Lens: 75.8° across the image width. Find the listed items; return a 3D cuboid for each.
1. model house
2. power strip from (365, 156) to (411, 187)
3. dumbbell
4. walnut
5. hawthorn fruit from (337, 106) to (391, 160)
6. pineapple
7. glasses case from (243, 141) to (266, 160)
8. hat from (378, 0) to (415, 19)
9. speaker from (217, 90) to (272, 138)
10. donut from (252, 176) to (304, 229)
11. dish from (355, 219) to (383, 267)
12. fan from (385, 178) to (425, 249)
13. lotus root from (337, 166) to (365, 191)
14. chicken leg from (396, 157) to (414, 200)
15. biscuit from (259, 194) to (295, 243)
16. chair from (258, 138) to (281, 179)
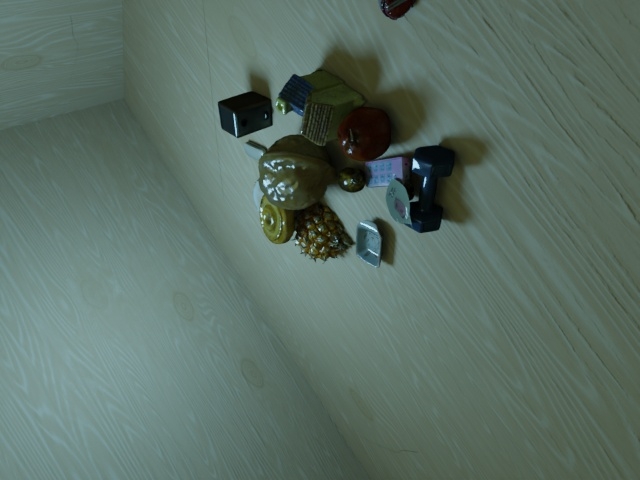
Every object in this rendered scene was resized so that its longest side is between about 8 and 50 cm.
[{"bbox_3d":[-0.024,-0.533,1.713,0.321,0.266,0.261,42,140,26],"label":"model house"},{"bbox_3d":[0.266,-0.274,1.667,0.279,0.037,0.109,9,105,63],"label":"power strip"},{"bbox_3d":[0.398,-0.188,1.522,0.143,0.156,0.316,11,130,14],"label":"dumbbell"},{"bbox_3d":[-0.115,-0.316,1.949,0.383,0.383,0.384,34,140,34],"label":"walnut"},{"bbox_3d":[0.154,-0.403,1.565,0.210,0.262,0.211,11,111,30],"label":"hawthorn fruit"},{"bbox_3d":[0.003,0.001,2.156,0.286,0.209,0.345,27,134,40],"label":"pineapple"},{"bbox_3d":[-0.382,-0.520,2.407,0.204,0.051,0.081,32,140,36],"label":"glasses case"},{"bbox_3d":[0.217,-0.817,1.319,0.140,0.129,0.227,-40,58,17],"label":"hat"},{"bbox_3d":[-0.392,-0.656,2.142,0.192,0.230,0.153,36,141,33],"label":"speaker"},{"bbox_3d":[-0.233,-0.213,2.367,0.382,0.142,0.383,34,140,34],"label":"donut"},{"bbox_3d":[0.245,0.003,1.959,0.154,0.064,0.234,32,140,36],"label":"dish"},{"bbox_3d":[0.322,-0.091,1.561,0.182,0.010,0.310,103,148,-56],"label":"fan"},{"bbox_3d":[0.136,-0.267,1.824,0.209,0.120,0.120,-130,18,-76],"label":"lotus root"},{"bbox_3d":[0.336,-0.244,1.640,0.093,0.070,0.178,-164,62,-69],"label":"chicken leg"},{"bbox_3d":[-0.242,-0.122,2.185,0.296,0.101,0.297,21,116,51],"label":"biscuit"},{"bbox_3d":[-0.252,-0.428,2.157,0.106,0.113,0.229,-5,85,45],"label":"chair"}]
